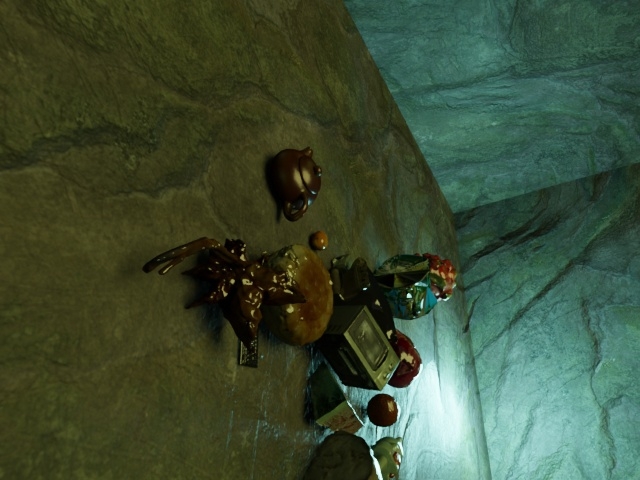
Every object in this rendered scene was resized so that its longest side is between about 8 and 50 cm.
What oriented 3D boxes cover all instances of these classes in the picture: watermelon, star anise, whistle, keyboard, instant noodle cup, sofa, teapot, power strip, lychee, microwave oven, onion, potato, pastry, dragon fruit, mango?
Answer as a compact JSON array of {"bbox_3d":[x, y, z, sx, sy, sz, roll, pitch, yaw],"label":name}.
[{"bbox_3d":[0.048,0.443,1.155,0.241,0.094,0.154,60,1,-36],"label":"watermelon"},{"bbox_3d":[-0.177,0.083,0.827,0.346,0.148,0.237,28,49,-47],"label":"star anise"},{"bbox_3d":[0.187,0.643,1.274,0.253,0.105,0.102,19,83,-65],"label":"whistle"},{"bbox_3d":[-0.158,0.179,0.971,0.067,0.011,0.202,36,45,-52],"label":"keyboard"},{"bbox_3d":[0.339,0.189,1.714,0.240,0.240,0.178,-63,139,-54],"label":"instant noodle cup"},{"bbox_3d":[0.106,0.211,1.338,0.258,0.182,0.200,60,14,-21],"label":"sofa"},{"bbox_3d":[-0.057,-0.164,1.221,0.178,0.135,0.252,40,41,-43],"label":"teapot"},{"bbox_3d":[0.117,0.167,1.462,0.272,0.052,0.078,64,28,-19],"label":"power strip"},{"bbox_3d":[0.191,0.540,1.362,0.101,0.140,0.114,39,49,10],"label":"lychee"},{"bbox_3d":[0.088,0.291,1.164,0.129,0.163,0.205,-46,112,-39],"label":"microwave oven"},{"bbox_3d":[0.235,0.377,1.415,0.200,0.200,0.207,22,54,-58],"label":"onion"},{"bbox_3d":[0.091,0.617,1.010,0.211,0.189,0.264,-32,105,-63],"label":"potato"},{"bbox_3d":[-0.063,0.134,1.056,0.235,0.120,0.257,-26,107,-60],"label":"pastry"},{"bbox_3d":[0.509,0.171,2.032,0.302,0.231,0.237,31,60,-40],"label":"dragon fruit"},{"bbox_3d":[0.000,0.000,1.342,0.089,0.046,0.060,-35,110,-76],"label":"mango"}]
